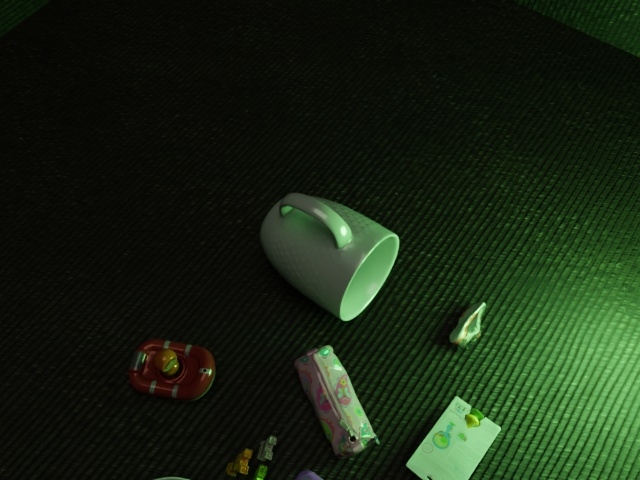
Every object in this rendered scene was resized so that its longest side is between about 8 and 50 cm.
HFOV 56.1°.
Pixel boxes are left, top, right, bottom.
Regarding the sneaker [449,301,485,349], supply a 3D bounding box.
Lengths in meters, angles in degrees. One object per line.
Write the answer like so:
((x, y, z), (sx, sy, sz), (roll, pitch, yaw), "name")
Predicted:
((0.424, 0.243, 1.690), (0.065, 0.061, 0.158), (45, 68, -8), "sneaker")

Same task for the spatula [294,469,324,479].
((-0.097, 0.691, 1.445), (0.084, 0.030, 0.296), (35, 67, 18), "spatula")

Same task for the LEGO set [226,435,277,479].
((-0.192, 0.588, 1.479), (0.087, 0.093, 0.227), (29, 55, -20), "LEGO set")

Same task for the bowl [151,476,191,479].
((-0.347, 0.707, 1.376), (0.298, 0.134, 0.297), (0, 61, 0), "bowl")

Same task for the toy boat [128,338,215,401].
((-0.393, 0.328, 1.573), (0.231, 0.151, 0.150), (9, 62, 5), "toy boat")

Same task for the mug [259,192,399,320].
((0.000, 0.000, 1.632), (0.328, 0.374, 0.276), (32, 71, 22), "mug")

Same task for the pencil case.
((0.037, 0.415, 1.548), (0.124, 0.124, 0.284), (-21, 63, -11), "pencil case")

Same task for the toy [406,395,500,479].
((0.336, 0.528, 1.524), (0.137, 0.056, 0.237), (35, 62, 21), "toy")
